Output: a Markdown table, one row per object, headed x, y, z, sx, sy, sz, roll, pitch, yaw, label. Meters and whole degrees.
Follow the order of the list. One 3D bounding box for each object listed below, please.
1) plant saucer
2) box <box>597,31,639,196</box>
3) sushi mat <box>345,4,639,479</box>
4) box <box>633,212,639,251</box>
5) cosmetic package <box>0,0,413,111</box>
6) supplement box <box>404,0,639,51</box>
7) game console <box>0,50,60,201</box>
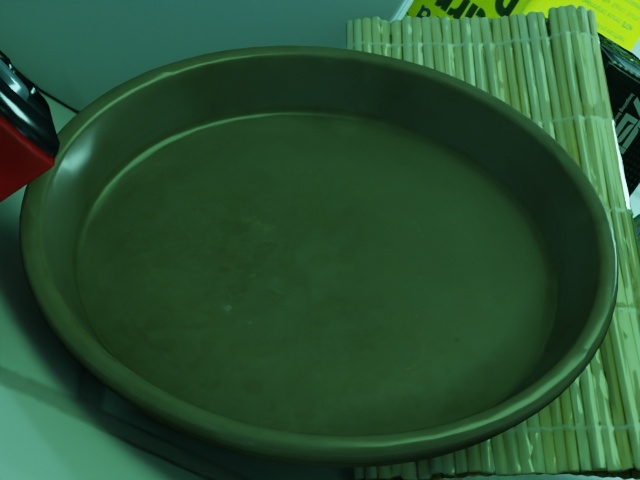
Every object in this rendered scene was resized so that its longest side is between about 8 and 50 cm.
| x | y | z | sx | sy | sz | roll | pitch | yaw | label |
| --- | --- | --- | --- | --- | --- | --- | --- | --- | --- |
| 0.000 | 0.000 | 0.589 | 0.277 | 0.041 | 0.278 | 4 | 43 | -4 | plant saucer |
| 0.156 | -0.041 | 0.885 | 0.060 | 0.216 | 0.270 | 30 | 16 | -2 | box |
| 0.090 | -0.014 | 0.663 | 0.151 | 0.019 | 0.317 | -4 | 52 | 6 | sushi mat |
| 0.312 | 0.115 | 0.648 | 0.279 | 0.177 | 0.290 | 49 | 10 | -21 | box |
| -0.079 | -0.279 | 0.949 | 0.329 | 0.327 | 0.394 | 30 | 18 | -9 | cosmetic package |
| 0.190 | -0.240 | 1.260 | 0.195 | 0.357 | 0.194 | 14 | 24 | -46 | supplement box |
| -0.259 | -0.175 | 0.520 | 0.386 | 0.060 | 0.342 | 47 | 1 | -16 | game console |
